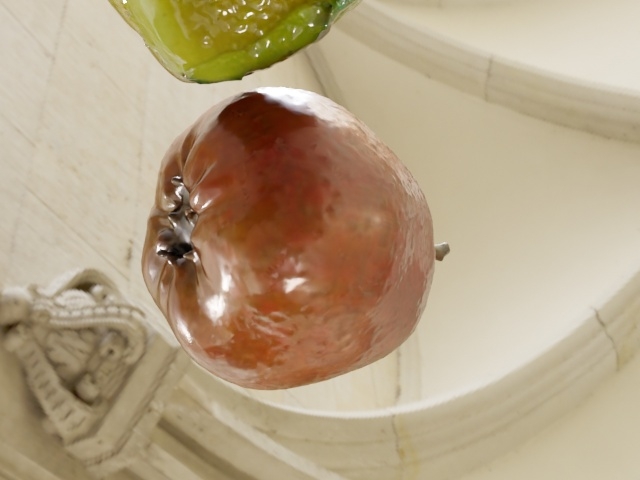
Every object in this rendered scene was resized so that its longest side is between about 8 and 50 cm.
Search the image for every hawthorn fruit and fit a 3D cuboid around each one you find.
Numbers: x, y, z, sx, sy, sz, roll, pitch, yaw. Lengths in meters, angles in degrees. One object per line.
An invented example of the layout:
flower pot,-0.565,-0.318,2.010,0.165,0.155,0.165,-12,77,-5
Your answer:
hawthorn fruit,0.000,0.000,0.602,0.196,0.225,0.197,-12,-105,51

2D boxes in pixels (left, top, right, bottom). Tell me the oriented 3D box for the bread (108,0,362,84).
bread,-0.105,-0.251,0.466,0.166,0.383,0.112,-27,-139,14
